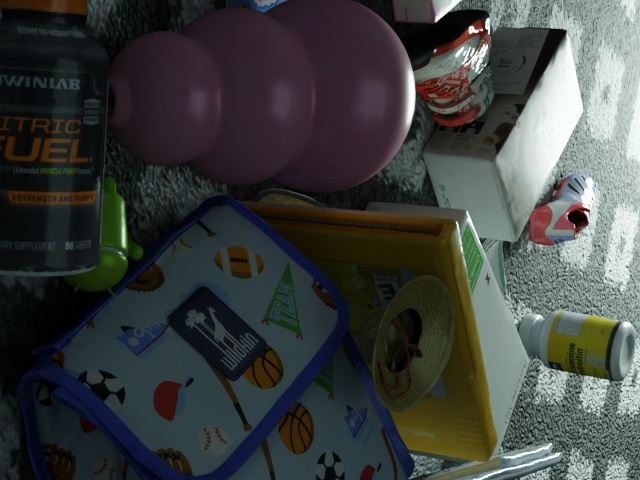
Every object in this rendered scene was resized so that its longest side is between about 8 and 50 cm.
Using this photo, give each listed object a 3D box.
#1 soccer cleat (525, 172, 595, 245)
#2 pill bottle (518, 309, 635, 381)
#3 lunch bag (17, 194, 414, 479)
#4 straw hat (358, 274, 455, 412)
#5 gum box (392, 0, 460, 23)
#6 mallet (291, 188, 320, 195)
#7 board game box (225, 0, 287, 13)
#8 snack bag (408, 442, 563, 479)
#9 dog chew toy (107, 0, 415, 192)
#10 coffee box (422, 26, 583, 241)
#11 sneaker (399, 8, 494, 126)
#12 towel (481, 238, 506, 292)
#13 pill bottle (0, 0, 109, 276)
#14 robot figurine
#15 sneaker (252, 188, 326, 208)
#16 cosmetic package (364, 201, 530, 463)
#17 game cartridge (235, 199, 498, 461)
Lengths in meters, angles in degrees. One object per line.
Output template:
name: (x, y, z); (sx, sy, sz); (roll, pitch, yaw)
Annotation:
soccer cleat: (0.436, -0.051, 2.385); (0.248, 0.095, 0.083); (-32, 124, -52)
pill bottle: (0.434, 0.175, 2.350); (0.103, 0.184, 0.103); (-22, 116, -56)
lunch bag: (-0.106, 0.191, 1.402); (0.328, 0.239, 0.385); (-47, 120, -44)
straw hat: (0.073, 0.100, 1.419); (0.144, 0.061, 0.144); (-15, 111, -47)
gum box: (0.138, -0.384, 1.822); (0.107, 0.062, 0.188); (-43, 133, -47)
mallet: (0.005, -0.070, 1.595); (0.039, 0.189, 0.062); (9, 99, -17)
board game box: (-0.046, -0.220, 1.576); (0.160, 0.039, 0.211); (-29, 123, -53)
snack bag: (0.093, 0.311, 1.691); (0.342, 0.323, 0.037); (2, 71, -60)
dog chew toy: (-0.067, -0.145, 1.390); (0.332, 0.206, 0.207); (-6, 104, -36)
coffee box: (0.279, -0.164, 2.063); (0.297, 0.119, 0.168); (-59, 142, -34)
sneaker: (0.167, -0.217, 1.889); (0.270, 0.090, 0.145); (-37, 126, -53)
towel: (0.253, 0.073, 2.176); (0.152, 0.023, 0.113); (-47, 135, -44)
pill bottle: (-0.247, -0.099, 1.175); (0.130, 0.130, 0.246); (-9, 104, -59)
robot figurine: (-0.215, -0.004, 1.296); (0.101, 0.067, 0.115); (10, 64, -38)
sneaker: (0.000, 0.002, 1.674); (0.226, 0.163, 0.086); (30, 91, -17)
cosmetic package: (0.152, 0.134, 1.891); (0.365, 0.155, 0.197); (58, 46, -47)
game cartridge: (0.043, 0.106, 1.565); (0.053, 0.285, 0.324); (-53, 139, -45)
